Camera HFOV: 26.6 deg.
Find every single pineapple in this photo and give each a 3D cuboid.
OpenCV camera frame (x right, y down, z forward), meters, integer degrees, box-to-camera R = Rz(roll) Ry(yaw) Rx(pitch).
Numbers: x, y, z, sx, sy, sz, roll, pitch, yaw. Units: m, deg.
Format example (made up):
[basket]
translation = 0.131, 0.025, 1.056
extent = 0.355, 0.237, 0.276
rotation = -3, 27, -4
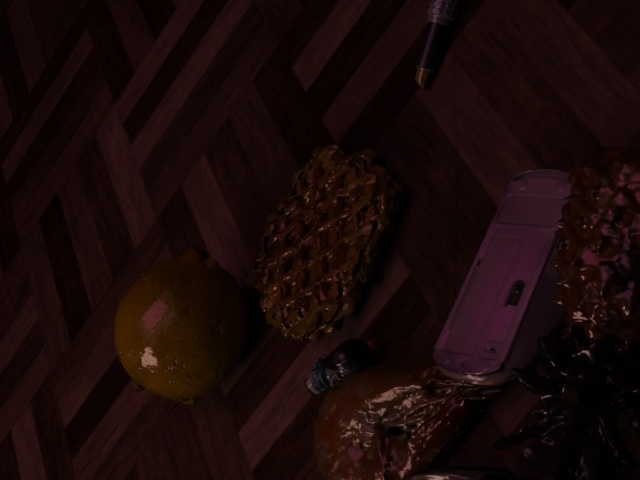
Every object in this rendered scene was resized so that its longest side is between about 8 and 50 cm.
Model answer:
[pineapple]
translation = 0.259, 0.090, 1.182
extent = 0.169, 0.169, 0.341
rotation = 15, 90, 55

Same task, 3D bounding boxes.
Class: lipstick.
[lipstick]
translation = 0.135, -0.238, 1.626
extent = 0.037, 0.037, 0.116
rotation = 21, 93, 56

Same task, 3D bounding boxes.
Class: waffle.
[waffle]
translation = 0.001, 0.001, 1.662
extent = 0.245, 0.052, 0.254
rotation = 25, 91, 57

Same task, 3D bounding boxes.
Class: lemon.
[lemon]
translation = -0.177, 0.107, 1.740
extent = 0.173, 0.173, 0.206
rotation = 39, 117, 54

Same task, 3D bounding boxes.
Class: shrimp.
[shrimp]
translation = 0.095, 0.191, 1.432
extent = 0.294, 0.062, 0.154
rotation = -33, 60, 43

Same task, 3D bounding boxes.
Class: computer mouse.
[computer mouse]
translation = 0.198, 0.038, 1.353
extent = 0.126, 0.056, 0.245
rotation = 4, 61, 48

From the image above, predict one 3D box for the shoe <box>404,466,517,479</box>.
[shoe]
translation = 0.110, 0.289, 1.330
extent = 0.227, 0.099, 0.112
rotation = -29, 57, 48

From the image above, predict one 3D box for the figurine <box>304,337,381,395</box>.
[figurine]
translation = 0.024, 0.146, 1.561
extent = 0.106, 0.060, 0.047
rotation = -36, 81, 49

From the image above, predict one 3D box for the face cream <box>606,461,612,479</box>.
[face cream]
translation = 0.249, 0.227, 1.228
extent = 0.040, 0.021, 0.083
rotation = -38, 44, 33

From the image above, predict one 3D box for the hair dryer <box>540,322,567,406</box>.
[hair dryer]
translation = 0.238, 0.117, 1.305
extent = 0.047, 0.026, 0.083
rotation = -24, 46, 43
